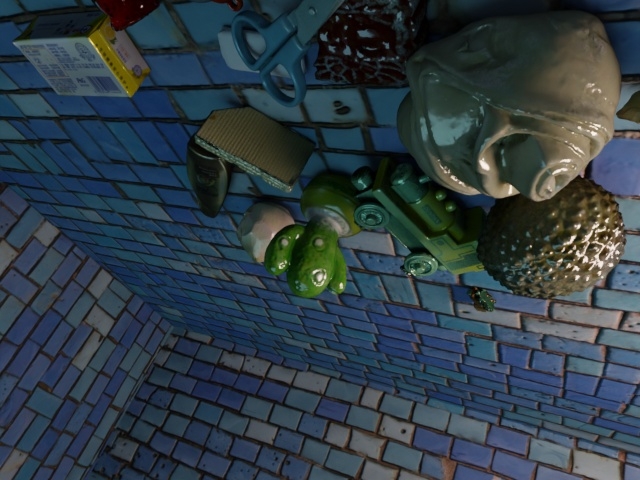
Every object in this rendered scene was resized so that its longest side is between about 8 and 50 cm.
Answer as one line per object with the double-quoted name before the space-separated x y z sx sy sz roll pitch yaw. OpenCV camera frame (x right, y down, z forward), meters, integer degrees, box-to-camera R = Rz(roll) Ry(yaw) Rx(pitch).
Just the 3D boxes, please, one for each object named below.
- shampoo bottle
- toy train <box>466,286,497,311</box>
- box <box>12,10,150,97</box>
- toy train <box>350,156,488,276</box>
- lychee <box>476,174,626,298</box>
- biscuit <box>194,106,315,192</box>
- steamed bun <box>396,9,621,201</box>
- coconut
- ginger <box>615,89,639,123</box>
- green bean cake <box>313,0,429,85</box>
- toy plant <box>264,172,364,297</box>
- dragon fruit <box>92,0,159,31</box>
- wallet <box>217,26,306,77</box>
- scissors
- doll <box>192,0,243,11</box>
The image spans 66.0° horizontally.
"shampoo bottle" -0.324 -0.178 1.434 0.126 0.084 0.350 23 153 -2
"toy train" 0.476 0.176 1.466 0.103 0.044 0.064 43 157 -31
"box" -0.559 -0.435 1.161 0.265 0.097 0.168 8 148 27
"toy train" 0.237 -0.057 1.155 0.237 0.150 0.369 -21 129 42
"lychee" 0.448 -0.006 0.969 0.255 0.274 0.255 43 150 32
"biscuit" -0.150 -0.224 1.149 0.252 0.150 0.052 28 150 -7
"steamed bun" 0.286 -0.176 0.776 0.324 0.219 0.309 0 152 7
"coconut" -0.169 -0.020 1.475 0.171 0.183 0.171 15 148 10
"ginger" 0.555 -0.190 0.726 0.193 0.115 0.123 10 167 46
"green bean cake" 0.073 -0.361 0.802 0.199 0.097 0.232 13 150 20
"toy plant" 0.000 0.000 1.234 0.224 0.315 0.184 38 152 -20
"dragon fruit" -0.423 -0.496 0.942 0.092 0.122 0.192 17 157 45
"wallet" -0.119 -0.377 0.991 0.190 0.033 0.095 13 148 18
"scissors" -0.026 -0.348 0.784 0.192 0.029 0.447 53 156 -14
"doll" -0.265 -0.504 0.809 0.336 0.105 0.200 38 149 -23
